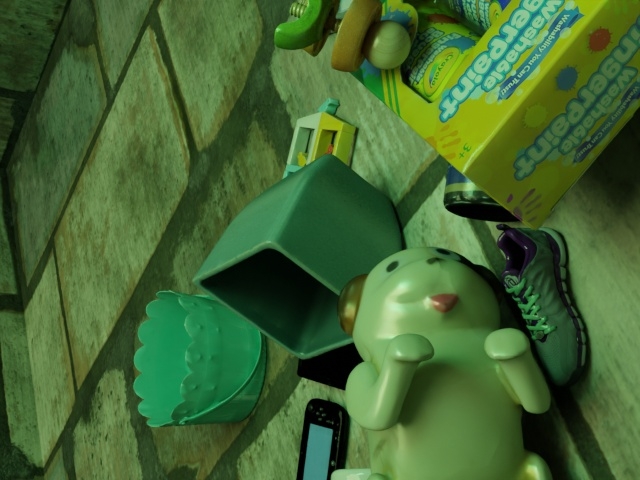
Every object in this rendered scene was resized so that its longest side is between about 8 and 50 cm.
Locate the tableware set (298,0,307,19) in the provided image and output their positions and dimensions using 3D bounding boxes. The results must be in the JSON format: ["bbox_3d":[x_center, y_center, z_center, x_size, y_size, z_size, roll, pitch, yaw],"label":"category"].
[{"bbox_3d":[0.002,-0.471,1.978,0.168,0.020,0.141,10,91,60],"label":"tableware set"}]

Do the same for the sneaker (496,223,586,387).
[{"bbox_3d":[0.277,0.085,1.422,0.083,0.098,0.224,-40,49,48],"label":"sneaker"}]

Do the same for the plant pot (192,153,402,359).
[{"bbox_3d":[-0.012,0.007,1.785,0.247,0.248,0.252,-26,34,51],"label":"plant pot"}]

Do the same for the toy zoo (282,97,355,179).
[{"bbox_3d":[-0.014,-0.122,2.020,0.192,0.030,0.293,18,95,62],"label":"toy zoo"}]

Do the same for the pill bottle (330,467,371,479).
[{"bbox_3d":[0.081,0.461,1.625,0.131,0.131,0.229,-23,62,55],"label":"pill bottle"}]

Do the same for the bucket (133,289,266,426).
[{"bbox_3d":[-0.242,0.241,2.179,0.281,0.183,0.281,-20,66,56],"label":"bucket"}]

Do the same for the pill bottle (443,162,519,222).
[{"bbox_3d":[0.244,-0.143,1.507,0.123,0.122,0.219,-6,72,59],"label":"pill bottle"}]

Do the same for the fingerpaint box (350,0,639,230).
[{"bbox_3d":[0.269,-0.298,1.338,0.445,0.163,0.371,-50,38,10],"label":"fingerpaint box"}]

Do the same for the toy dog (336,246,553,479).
[{"bbox_3d":[0.169,0.205,1.438,0.395,0.284,0.408,69,-168,-74],"label":"toy dog"}]

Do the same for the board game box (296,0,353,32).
[{"bbox_3d":[0.075,-0.555,1.963,0.318,0.065,0.318,-1,82,59],"label":"board game box"}]

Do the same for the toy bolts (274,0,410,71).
[{"bbox_3d":[0.066,-0.318,1.383,0.218,0.158,0.229,-5,-63,-82],"label":"toy bolts"}]

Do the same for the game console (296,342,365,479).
[{"bbox_3d":[0.018,0.297,1.862,0.213,0.044,0.361,3,86,60],"label":"game console"}]
